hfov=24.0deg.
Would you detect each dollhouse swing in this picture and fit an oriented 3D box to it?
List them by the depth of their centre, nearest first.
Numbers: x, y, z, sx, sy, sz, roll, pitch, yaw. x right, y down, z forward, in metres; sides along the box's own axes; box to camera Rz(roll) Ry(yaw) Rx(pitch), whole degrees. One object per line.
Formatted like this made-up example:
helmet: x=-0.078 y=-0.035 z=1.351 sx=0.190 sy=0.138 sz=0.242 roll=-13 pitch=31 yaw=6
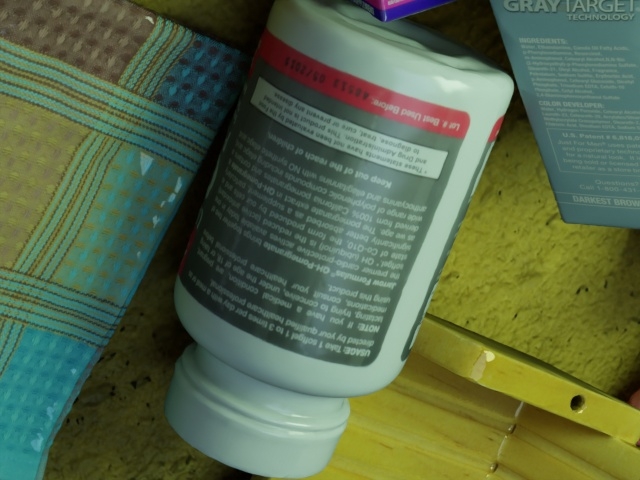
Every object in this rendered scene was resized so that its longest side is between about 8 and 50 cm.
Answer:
dollhouse swing: x=0.139 y=0.278 z=1.153 sx=0.315 sy=0.305 sz=0.346 roll=23 pitch=94 yaw=-36

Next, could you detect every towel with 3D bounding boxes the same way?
towel: x=-0.217 y=0.001 z=1.000 sx=0.271 sy=0.040 sz=0.370 roll=17 pitch=106 yaw=-49

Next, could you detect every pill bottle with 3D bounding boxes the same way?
pill bottle: x=0.000 y=0.000 z=1.061 sx=0.176 sy=0.176 sz=0.318 roll=11 pitch=109 yaw=-30

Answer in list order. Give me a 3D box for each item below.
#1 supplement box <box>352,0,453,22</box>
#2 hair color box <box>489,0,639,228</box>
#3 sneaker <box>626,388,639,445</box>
supplement box: x=0.049 y=-0.273 z=0.991 sx=0.114 sy=0.111 sz=0.220 roll=-20 pitch=120 yaw=-17
hair color box: x=0.199 y=-0.193 z=1.008 sx=0.185 sy=0.114 sz=0.374 roll=-66 pitch=147 yaw=-31
sneaker: x=0.384 y=0.187 z=1.402 sx=0.136 sy=0.116 sz=0.314 roll=-29 pitch=136 yaw=25
